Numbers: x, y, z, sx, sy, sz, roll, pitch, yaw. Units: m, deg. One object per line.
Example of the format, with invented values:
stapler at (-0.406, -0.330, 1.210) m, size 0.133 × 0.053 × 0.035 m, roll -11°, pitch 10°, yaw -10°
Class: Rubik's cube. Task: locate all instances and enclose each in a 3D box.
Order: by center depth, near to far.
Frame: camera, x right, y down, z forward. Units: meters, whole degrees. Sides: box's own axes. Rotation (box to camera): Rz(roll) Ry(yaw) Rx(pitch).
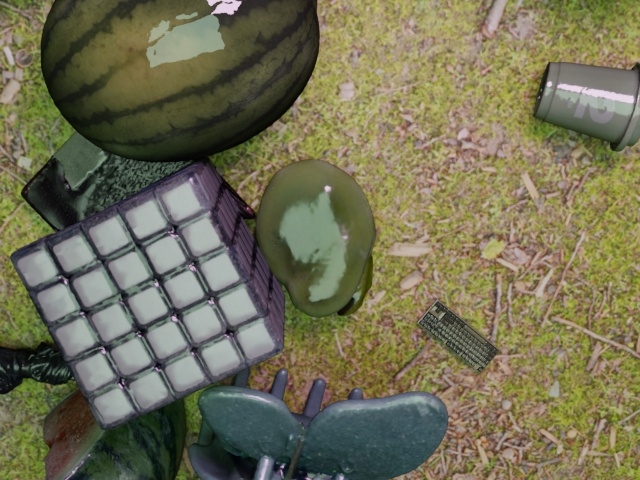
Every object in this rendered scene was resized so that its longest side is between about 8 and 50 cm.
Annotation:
Rubik's cube at (-0.192, 0.052, 0.989) m, size 0.237 × 0.237 × 0.238 m, roll -27°, pitch 99°, yaw 4°

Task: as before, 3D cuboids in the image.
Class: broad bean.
broad bean at (0.000, 0.000, 1.124) m, size 0.169 × 0.100 × 0.228 m, roll -27°, pitch 101°, yaw -1°

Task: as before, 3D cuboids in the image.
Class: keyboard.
keyboard at (0.208, 0.144, 1.203) m, size 0.129 × 0.015 × 0.049 m, roll 39°, pitch 100°, yaw -10°

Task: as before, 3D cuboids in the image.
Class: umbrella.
umbrella at (-0.438, 0.188, 1.182) m, size 0.224 × 0.071 × 0.080 m, roll 3°, pitch 139°, yaw -8°

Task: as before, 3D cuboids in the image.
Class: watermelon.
watermelon at (-0.153, -0.243, 0.967) m, size 0.359 × 0.279 × 0.278 m, roll -20°, pitch 104°, yaw 7°
watermelon at (-0.320, 0.308, 1.140) m, size 0.201 × 0.261 × 0.212 m, roll -2°, pitch 122°, yaw 24°

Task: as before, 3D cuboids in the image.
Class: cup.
cup at (0.366, -0.191, 1.077) m, size 0.141 × 0.120 × 0.120 m, roll 17°, pitch 104°, yaw 8°

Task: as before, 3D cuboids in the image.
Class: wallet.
wallet at (-0.256, -0.053, 1.123) m, size 0.221 × 0.071 × 0.262 m, roll -44°, pitch 95°, yaw 10°

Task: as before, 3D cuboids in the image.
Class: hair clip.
hair clip at (-0.034, 0.317, 1.130) m, size 0.318 × 0.238 × 0.392 m, roll 14°, pitch 104°, yaw -3°
